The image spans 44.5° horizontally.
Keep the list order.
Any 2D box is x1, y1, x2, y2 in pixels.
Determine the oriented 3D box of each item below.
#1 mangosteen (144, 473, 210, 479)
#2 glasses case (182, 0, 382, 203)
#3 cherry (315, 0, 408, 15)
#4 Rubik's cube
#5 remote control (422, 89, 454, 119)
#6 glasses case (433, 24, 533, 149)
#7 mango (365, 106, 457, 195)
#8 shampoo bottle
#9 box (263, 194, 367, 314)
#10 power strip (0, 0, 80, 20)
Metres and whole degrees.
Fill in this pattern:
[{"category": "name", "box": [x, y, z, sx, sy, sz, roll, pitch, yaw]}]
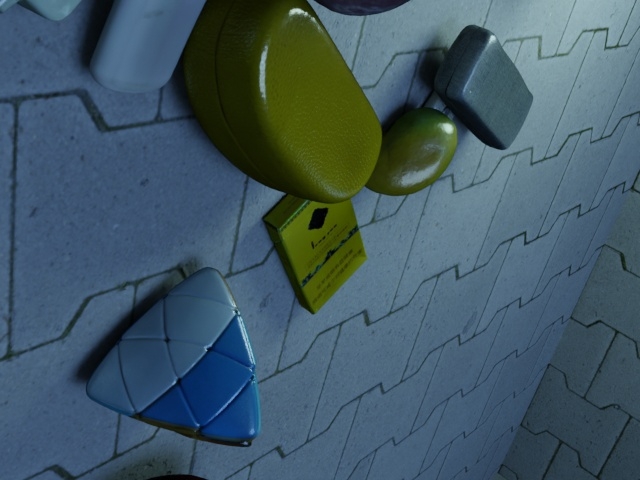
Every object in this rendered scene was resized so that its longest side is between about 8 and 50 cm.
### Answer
[{"category": "mangosteen", "box": [-0.259, 0.532, 1.274, 0.306, 0.359, 0.306, 6, 81, -44]}, {"category": "glasses case", "box": [-0.049, -0.165, 1.002, 0.173, 0.141, 0.371, -66, 152, -12]}, {"category": "cherry", "box": [0.057, -0.376, 0.884, 0.236, 0.213, 0.285, -49, 172, 39]}, {"category": "Rubik's cube", "box": [-0.171, 0.159, 1.140, 0.254, 0.254, 0.254, -36, 144, -32]}, {"category": "remote control", "box": [0.213, -0.229, 1.428, 0.190, 0.029, 0.087, -56, 150, -1]}, {"category": "glasses case", "box": [0.303, -0.267, 1.422, 0.131, 0.074, 0.323, -61, 150, 3]}, {"category": "mango", "box": [0.154, -0.145, 1.343, 0.191, 0.085, 0.122, -45, 107, -6]}, {"category": "shampoo bottle", "box": [-0.159, -0.253, 0.799, 0.108, 0.051, 0.221, -16, 145, -54]}, {"category": "box", "box": [0.000, 0.000, 1.326, 0.153, 0.041, 0.279, -45, 147, -18]}, {"category": "power strip", "box": [-0.173, -0.354, 0.722, 0.385, 0.062, 0.091, -53, 147, -8]}]
